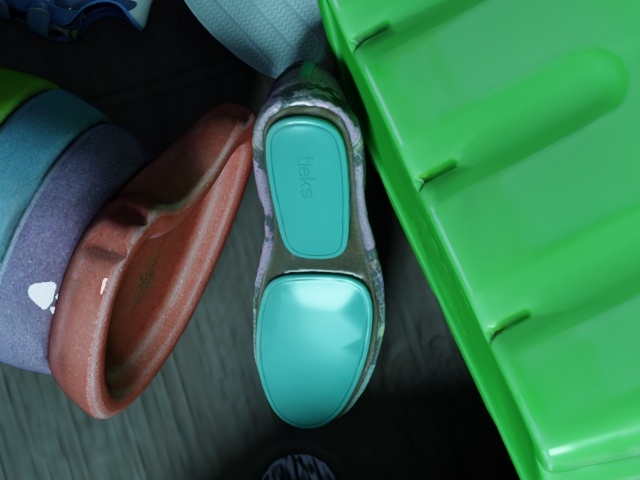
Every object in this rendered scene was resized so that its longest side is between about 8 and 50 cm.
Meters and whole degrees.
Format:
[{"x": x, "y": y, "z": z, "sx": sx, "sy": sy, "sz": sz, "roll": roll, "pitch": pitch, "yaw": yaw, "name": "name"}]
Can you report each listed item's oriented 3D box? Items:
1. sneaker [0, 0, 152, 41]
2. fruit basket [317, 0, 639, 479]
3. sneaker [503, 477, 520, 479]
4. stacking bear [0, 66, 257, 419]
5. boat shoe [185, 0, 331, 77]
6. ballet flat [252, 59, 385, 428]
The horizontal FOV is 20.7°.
[{"x": -0.163, "y": -0.142, "z": 1.001, "sx": 0.144, "sy": 0.053, "sz": 0.059, "roll": -6, "pitch": 90, "yaw": -1, "name": "sneaker"}, {"x": 0.219, "y": -0.058, "z": 0.880, "sx": 0.392, "sy": 0.283, "sz": 0.392, "roll": -3, "pitch": 67, "yaw": 7, "name": "fruit basket"}, {"x": 0.035, "y": 0.202, "z": 0.943, "sx": 0.299, "sy": 0.111, "sz": 0.121, "roll": -11, "pitch": 83, "yaw": 12, "name": "sneaker"}, {"x": -0.206, "y": -0.036, "z": 0.946, "sx": 0.289, "sy": 0.175, "sz": 0.164, "roll": 26, "pitch": 127, "yaw": 10, "name": "stacking bear"}, {"x": -0.056, "y": -0.195, "z": 0.994, "sx": 0.083, "sy": 0.076, "sz": 0.226, "roll": -33, "pitch": 89, "yaw": 26, "name": "boat shoe"}, {"x": 0.000, "y": 0.000, "z": 0.974, "sx": 0.076, "sy": 0.079, "sz": 0.222, "roll": 3, "pitch": 125, "yaw": 9, "name": "ballet flat"}]
